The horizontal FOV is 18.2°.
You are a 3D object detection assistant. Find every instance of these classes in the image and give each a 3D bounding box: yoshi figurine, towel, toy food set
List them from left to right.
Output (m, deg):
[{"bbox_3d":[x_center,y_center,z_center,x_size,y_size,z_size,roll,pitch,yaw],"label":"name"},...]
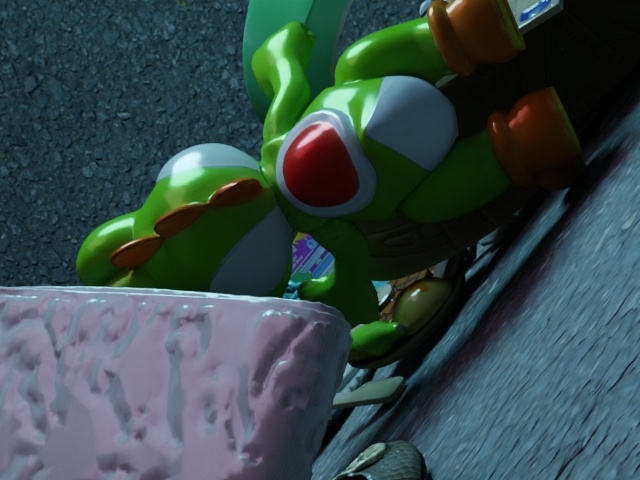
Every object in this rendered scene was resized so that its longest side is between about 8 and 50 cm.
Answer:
[{"bbox_3d":[-0.143,0.185,1.078,0.317,0.053,0.331,2,69,45],"label":"towel"},{"bbox_3d":[0.000,-0.040,1.451,0.362,0.203,0.203,-26,40,6],"label":"yoshi figurine"},{"bbox_3d":[0.064,0.048,1.558,0.192,0.038,0.132,-53,19,-28],"label":"toy food set"}]

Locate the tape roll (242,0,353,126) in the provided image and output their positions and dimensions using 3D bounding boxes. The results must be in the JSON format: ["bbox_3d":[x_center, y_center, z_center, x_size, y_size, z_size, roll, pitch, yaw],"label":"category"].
[{"bbox_3d":[0.071,-0.212,1.866,0.321,0.077,0.321,-29,-43,-32],"label":"tape roll"}]

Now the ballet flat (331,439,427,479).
[{"bbox_3d":[-0.002,0.181,1.101,0.084,0.058,0.250,-49,5,36],"label":"ballet flat"}]

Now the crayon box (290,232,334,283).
[{"bbox_3d":[0.000,0.000,2.071,0.278,0.165,0.081,-51,3,20],"label":"crayon box"}]

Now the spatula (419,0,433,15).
[{"bbox_3d":[0.100,-0.107,1.899,0.168,0.019,0.242,-48,-37,-10],"label":"spatula"}]

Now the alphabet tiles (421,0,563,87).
[{"bbox_3d":[0.123,-0.172,1.556,0.237,0.009,0.198,-31,17,20],"label":"alphabet tiles"}]

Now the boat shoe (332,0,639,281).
[{"bbox_3d":[0.139,-0.091,1.578,0.342,0.123,0.123,-46,-7,-8],"label":"boat shoe"}]

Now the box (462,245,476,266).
[{"bbox_3d":[0.097,0.032,1.667,0.083,0.018,0.067,-51,3,12],"label":"box"}]

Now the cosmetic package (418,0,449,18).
[{"bbox_3d":[0.166,-0.171,1.750,0.183,0.151,0.151,-53,4,-5],"label":"cosmetic package"}]

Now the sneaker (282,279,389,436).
[{"bbox_3d":[0.007,0.068,1.747,0.107,0.110,0.275,-50,3,34],"label":"sneaker"}]
